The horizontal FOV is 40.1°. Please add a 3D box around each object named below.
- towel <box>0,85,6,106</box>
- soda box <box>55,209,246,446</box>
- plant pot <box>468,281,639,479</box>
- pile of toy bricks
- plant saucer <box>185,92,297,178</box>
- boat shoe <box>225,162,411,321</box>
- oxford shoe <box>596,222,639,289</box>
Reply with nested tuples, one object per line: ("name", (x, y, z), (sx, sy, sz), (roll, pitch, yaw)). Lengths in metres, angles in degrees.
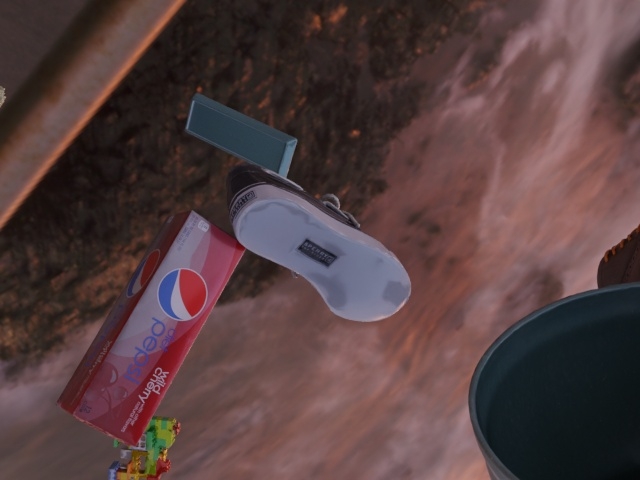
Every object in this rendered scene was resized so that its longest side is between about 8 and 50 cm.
("towel", (-0.265, -0.069, 0.496), (0.027, 0.148, 0.110), (90, 18, -57))
("soda box", (-0.193, 0.097, 1.012), (0.083, 0.092, 0.263), (35, 73, -23))
("plant pot", (0.277, 0.191, 0.694), (0.293, 0.293, 0.196), (-28, 120, -27))
("pile of toy bricks", (-0.274, 0.302, 1.397), (0.118, 0.105, 0.212), (-64, 159, -79))
("plant saucer", (-0.125, -0.157, 1.313), (0.018, 0.192, 0.067), (-20, 133, -58))
("boat shoe", (-0.003, 0.003, 1.106), (0.306, 0.105, 0.113), (28, 115, -37))
("oxford shoe", (0.426, 0.022, 1.140), (0.130, 0.133, 0.363), (-17, 123, -40))
